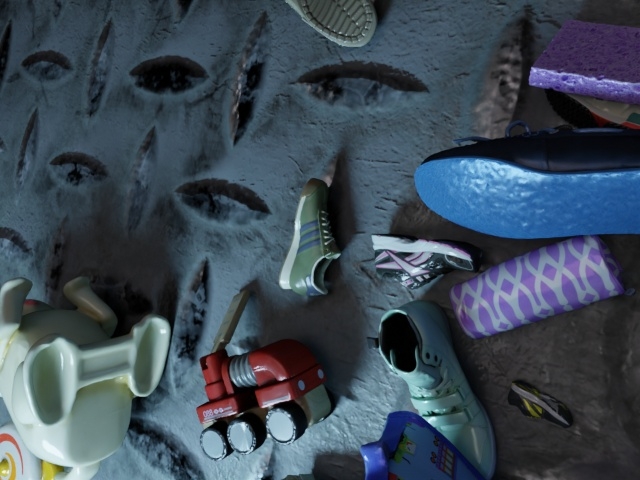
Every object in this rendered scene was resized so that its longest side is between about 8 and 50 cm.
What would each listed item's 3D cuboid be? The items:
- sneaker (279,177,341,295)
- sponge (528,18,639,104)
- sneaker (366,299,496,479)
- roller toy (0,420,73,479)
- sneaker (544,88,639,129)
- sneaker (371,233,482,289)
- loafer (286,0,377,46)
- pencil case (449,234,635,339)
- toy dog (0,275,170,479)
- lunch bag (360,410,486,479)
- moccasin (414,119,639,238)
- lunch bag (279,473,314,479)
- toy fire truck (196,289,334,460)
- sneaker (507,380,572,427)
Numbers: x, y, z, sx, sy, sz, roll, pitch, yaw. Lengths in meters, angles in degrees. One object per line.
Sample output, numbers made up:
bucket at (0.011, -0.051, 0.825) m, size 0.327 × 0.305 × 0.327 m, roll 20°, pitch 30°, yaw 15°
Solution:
sneaker at (0.000, 0.000, 0.871) m, size 0.086 × 0.064 × 0.191 m, roll 18°, pitch 95°, yaw 26°
sponge at (0.370, -0.207, 0.628) m, size 0.210 × 0.031 × 0.117 m, roll 24°, pitch 60°, yaw 33°
sneaker at (0.141, 0.204, 0.697) m, size 0.094 × 0.151 × 0.255 m, roll -26°, pitch 72°, yaw 27°
roller toy at (-0.630, 0.487, 1.174) m, size 0.209 × 0.146 × 0.191 m, roll 46°, pitch 110°, yaw 28°
sneaker at (0.361, -0.174, 0.662) m, size 0.075 × 0.057 × 0.161 m, roll -47°, pitch 58°, yaw -2°
sneaker at (0.149, 0.034, 0.764) m, size 0.178 × 0.072 × 0.077 m, roll 9°, pitch 98°, yaw 51°
loafer at (-0.005, -0.421, 0.905) m, size 0.268 × 0.092 × 0.102 m, roll 43°, pitch 110°, yaw 12°
pencil case at (0.267, 0.058, 0.669) m, size 0.206 × 0.088 × 0.086 m, roll -24°, pitch 76°, yaw 28°
toy dog at (-0.546, 0.258, 1.103) m, size 0.408 × 0.285 × 0.394 m, roll 16°, pitch 111°, yaw 35°
lunch bag at (0.136, 0.340, 0.580) m, size 0.138 × 0.221 × 0.293 m, roll -30°, pitch 95°, yaw 27°
moccasin at (0.287, -0.072, 0.644) m, size 0.342 × 0.137 × 0.116 m, roll 10°, pitch 46°, yaw 35°
lunch bag at (-0.024, 0.495, 0.734) m, size 0.235 × 0.169 × 0.286 m, roll -2°, pitch 71°, yaw 58°
toy fire truck at (-0.108, 0.201, 0.881) m, size 0.217 × 0.159 × 0.246 m, roll -25°, pitch 82°, yaw 29°
sneaker at (0.279, 0.214, 0.682) m, size 0.083 × 0.031 × 0.035 m, roll 34°, pitch 116°, yaw 36°
